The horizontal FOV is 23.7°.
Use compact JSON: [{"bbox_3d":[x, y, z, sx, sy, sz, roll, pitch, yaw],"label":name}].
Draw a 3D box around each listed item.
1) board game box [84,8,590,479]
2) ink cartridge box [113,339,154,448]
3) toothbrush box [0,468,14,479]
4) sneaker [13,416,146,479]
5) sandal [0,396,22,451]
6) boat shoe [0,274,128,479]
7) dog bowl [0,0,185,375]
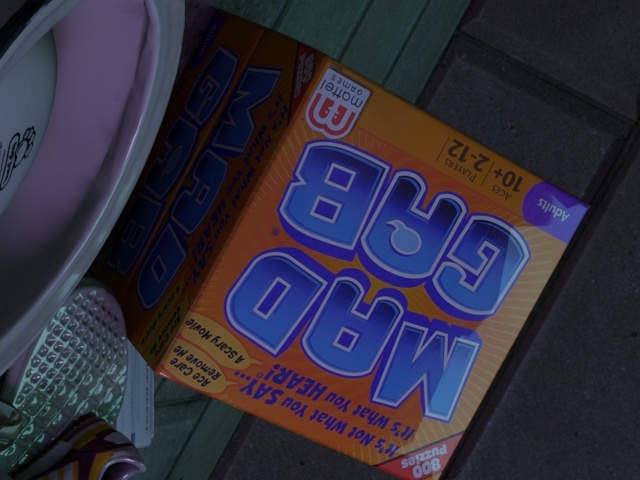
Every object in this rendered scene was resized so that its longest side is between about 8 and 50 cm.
[{"bbox_3d":[0.000,0.000,1.700,0.356,0.356,0.356,-62,-153,3],"label":"board game box"},{"bbox_3d":[-0.268,0.173,1.829,0.218,0.092,0.158,27,62,-79],"label":"ink cartridge box"},{"bbox_3d":[-0.419,0.339,1.434,0.206,0.122,0.283,-20,135,-51],"label":"toothbrush box"},{"bbox_3d":[-0.259,0.261,1.518,0.185,0.084,0.069,-46,150,-15],"label":"sneaker"},{"bbox_3d":[-0.353,0.139,1.415,0.072,0.049,0.180,-50,129,-1],"label":"sandal"},{"bbox_3d":[-0.340,0.235,1.618,0.187,0.156,0.500,-16,136,-47],"label":"boat shoe"},{"bbox_3d":[-0.270,-0.068,1.148,0.408,0.150,0.408,-58,169,-18],"label":"dog bowl"}]
